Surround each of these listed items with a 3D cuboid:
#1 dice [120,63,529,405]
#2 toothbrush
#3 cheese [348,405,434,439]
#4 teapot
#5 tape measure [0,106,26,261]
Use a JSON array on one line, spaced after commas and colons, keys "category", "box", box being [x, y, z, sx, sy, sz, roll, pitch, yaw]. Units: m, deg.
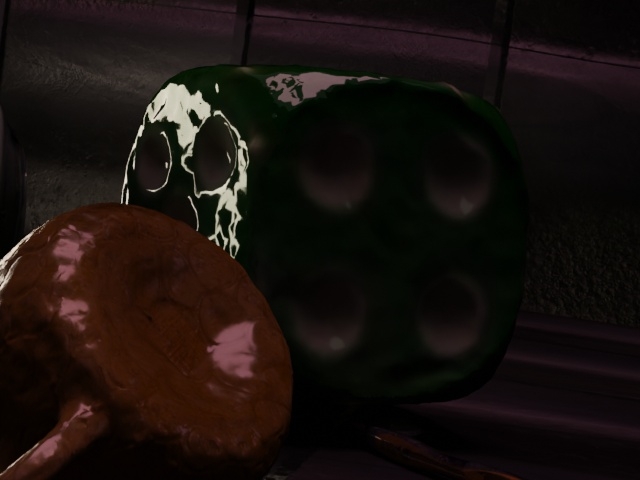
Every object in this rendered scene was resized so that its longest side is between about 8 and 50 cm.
[{"category": "dice", "box": [0.000, 0.000, 1.335, 0.297, 0.300, 0.287, 5, -1, -29]}, {"category": "toothbrush", "box": [0.134, 0.182, 1.090, 0.031, 0.023, 0.321, 9, 2, -35]}, {"category": "cheese", "box": [0.061, 0.159, 1.280, 0.067, 0.026, 0.120, 9, 3, 14]}, {"category": "teapot", "box": [-0.135, 0.097, 0.888, 0.203, 0.167, 0.311, 48, 31, -6]}, {"category": "tape measure", "box": [-0.398, -0.033, 1.508, 0.138, 0.259, 0.262, 6, 4, -26]}]
